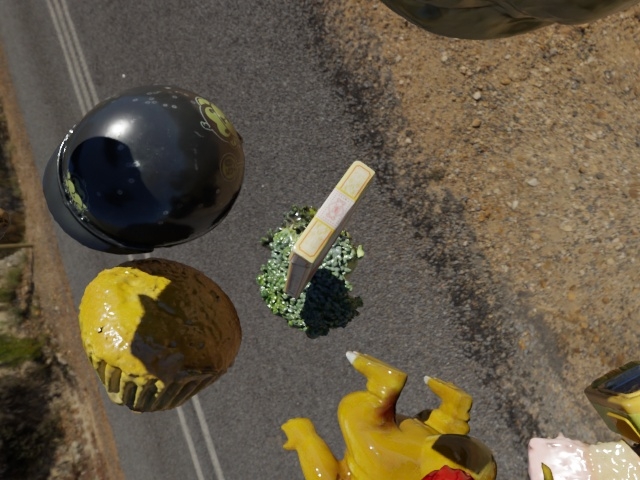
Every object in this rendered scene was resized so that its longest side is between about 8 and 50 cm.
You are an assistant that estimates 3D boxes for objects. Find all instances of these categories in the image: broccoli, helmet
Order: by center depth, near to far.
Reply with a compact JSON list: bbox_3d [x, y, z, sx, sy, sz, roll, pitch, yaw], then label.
[{"bbox_3d":[-0.226,-0.102,0.557,0.160,0.279,0.230,-8,108,62],"label":"helmet"},{"bbox_3d":[-0.032,0.077,1.078,0.324,0.272,0.334,13,107,8],"label":"broccoli"}]

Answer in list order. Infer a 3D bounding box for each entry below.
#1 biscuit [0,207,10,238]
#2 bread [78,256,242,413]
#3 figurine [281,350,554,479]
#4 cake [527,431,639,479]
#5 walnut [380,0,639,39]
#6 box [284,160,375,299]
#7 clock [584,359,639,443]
[{"bbox_3d":[-0.703,-0.002,0.652,0.237,0.290,0.062,-48,55,18],"label":"biscuit"},{"bbox_3d":[-0.236,0.131,0.616,0.240,0.240,0.139,51,125,29],"label":"bread"},{"bbox_3d":[0.049,0.339,0.451,0.268,0.401,0.387,21,87,44],"label":"figurine"},{"bbox_3d":[0.556,0.529,0.746,0.306,0.314,0.293,-5,52,26],"label":"cake"},{"bbox_3d":[0.147,-0.291,0.292,0.282,0.276,0.253,-126,44,-74],"label":"walnut"},{"bbox_3d":[0.000,0.000,0.191,0.012,0.046,0.083,34,162,4],"label":"box"},{"bbox_3d":[0.560,0.269,0.692,0.143,0.202,0.096,-28,73,4],"label":"clock"}]
